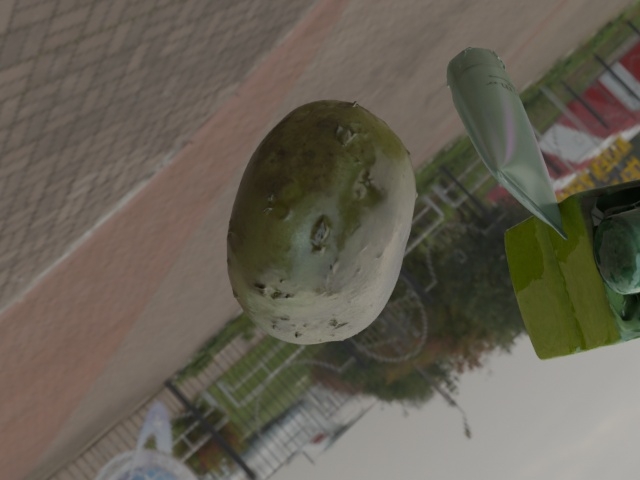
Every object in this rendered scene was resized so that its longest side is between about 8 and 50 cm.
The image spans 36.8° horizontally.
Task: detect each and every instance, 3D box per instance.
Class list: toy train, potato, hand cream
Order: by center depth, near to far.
[{"bbox_3d":[0.346,-0.014,0.708,0.369,0.150,0.237,-12,172,-14],"label":"toy train"},{"bbox_3d":[0.137,-0.081,0.728,0.050,0.078,0.205,-38,-148,21],"label":"hand cream"},{"bbox_3d":[0.000,0.000,0.976,0.307,0.173,0.210,89,20,-57],"label":"potato"}]
